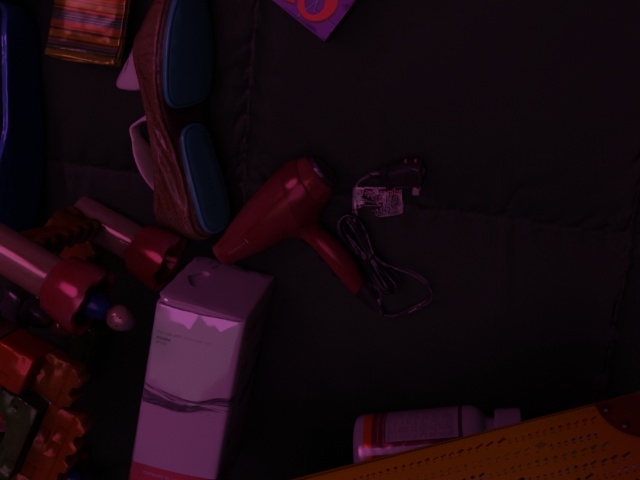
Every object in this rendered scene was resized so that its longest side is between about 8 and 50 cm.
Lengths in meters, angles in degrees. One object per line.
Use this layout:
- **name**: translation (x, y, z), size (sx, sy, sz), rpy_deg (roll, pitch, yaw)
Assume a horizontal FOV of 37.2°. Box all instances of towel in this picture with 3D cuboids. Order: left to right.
- **towel**: translation (-0.288, -0.346, 1.221), size (0.102, 0.021, 0.237), rpy_deg (9, 92, 7)

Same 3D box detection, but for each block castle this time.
- **block castle**: translation (-0.353, 0.187, 1.246), size (0.213, 0.303, 0.453), rpy_deg (30, 106, 8)

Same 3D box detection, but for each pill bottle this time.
- **pill bottle**: translation (0.161, 0.283, 1.270), size (0.221, 0.121, 0.121), rpy_deg (-7, 102, 12)

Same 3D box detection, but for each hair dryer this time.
- **hair dryer**: translation (0.000, 0.000, 1.249), size (0.293, 0.080, 0.223), rpy_deg (1, 103, 9)

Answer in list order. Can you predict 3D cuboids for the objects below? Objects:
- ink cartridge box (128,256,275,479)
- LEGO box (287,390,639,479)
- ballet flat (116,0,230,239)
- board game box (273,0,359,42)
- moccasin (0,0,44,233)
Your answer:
- **ink cartridge box**: translation (-0.156, 0.188, 1.257), size (0.117, 0.207, 0.283), rpy_deg (13, 106, 5)
- **LEGO box**: translation (0.194, 0.400, 1.160), size (0.500, 0.193, 0.372), rpy_deg (-17, 142, 13)
- **ballet flat**: translation (-0.200, -0.167, 1.244), size (0.124, 0.116, 0.342), rpy_deg (3, 109, 30)
- **board game box**: translation (-0.065, -0.431, 1.165), size (0.347, 0.056, 0.208), rpy_deg (38, 104, -1)
- **moccasin**: translation (-0.446, -0.145, 1.284), size (0.117, 0.138, 0.342), rpy_deg (4, 90, 13)
